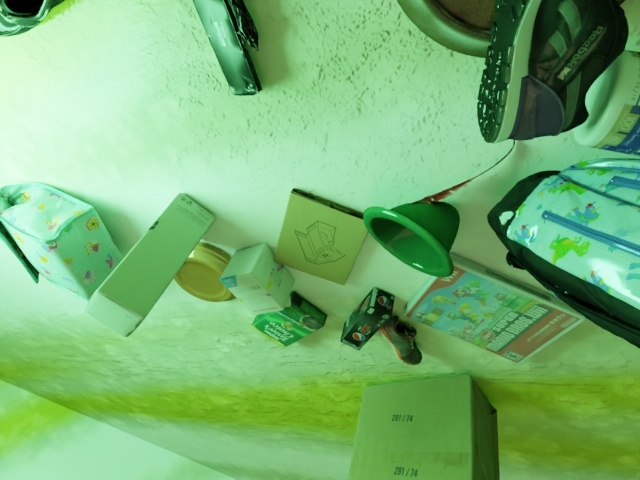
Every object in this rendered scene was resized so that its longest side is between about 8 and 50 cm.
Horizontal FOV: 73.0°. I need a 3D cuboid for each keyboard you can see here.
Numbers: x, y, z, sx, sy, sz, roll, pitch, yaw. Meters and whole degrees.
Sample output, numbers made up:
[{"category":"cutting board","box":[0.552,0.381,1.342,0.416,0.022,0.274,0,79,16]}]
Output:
[{"category":"keyboard","box":[-0.124,-0.303,0.620,0.100,0.038,0.192,18,143,38]}]

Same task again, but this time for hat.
[{"category":"hat","box":[0.205,-0.057,0.738,0.208,0.184,0.173,24,160,47]}]

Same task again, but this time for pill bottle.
[{"category":"pill bottle","box":[0.415,-0.149,0.502,0.186,0.112,0.112,13,136,9]}]

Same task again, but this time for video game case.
[{"category":"video game case","box":[0.341,0.147,0.879,0.285,0.025,0.204,23,136,-2]}]

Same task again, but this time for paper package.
[{"category":"paper package","box":[0.252,0.516,1.065,0.324,0.310,0.168,-20,123,33]}]

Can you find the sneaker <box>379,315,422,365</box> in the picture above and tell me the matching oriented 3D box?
[{"category":"sneaker","box":[0.197,0.230,0.990,0.064,0.061,0.158,-29,119,31]}]

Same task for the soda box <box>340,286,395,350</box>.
[{"category":"soda box","box":[0.103,0.178,0.972,0.053,0.060,0.169,25,135,-6]}]

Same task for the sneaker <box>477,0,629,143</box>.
[{"category":"sneaker","box":[0.250,-0.236,0.439,0.124,0.107,0.283,-2,137,3]}]

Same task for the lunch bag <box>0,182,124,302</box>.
[{"category":"lunch bag","box":[-0.621,-0.001,1.003,0.262,0.160,0.224,19,141,19]}]

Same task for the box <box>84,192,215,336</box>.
[{"category":"box","box":[-0.321,0.039,0.840,0.094,0.275,0.113,38,134,-15]}]

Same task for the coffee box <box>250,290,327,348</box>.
[{"category":"coffee box","box":[-0.081,0.202,1.077,0.113,0.041,0.184,39,133,-18]}]

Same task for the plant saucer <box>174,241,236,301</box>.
[{"category":"plant saucer","box":[-0.280,0.085,1.041,0.199,0.037,0.200,11,136,11]}]

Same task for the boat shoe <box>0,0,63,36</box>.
[{"category":"boat shoe","box":[-0.452,-0.364,0.643,0.232,0.079,0.084,-7,131,28]}]

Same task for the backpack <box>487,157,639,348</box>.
[{"category":"backpack","box":[0.423,0.034,0.510,0.290,0.356,0.273,32,112,-14]}]

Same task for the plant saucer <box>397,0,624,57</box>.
[{"category":"plant saucer","box":[0.209,-0.337,0.444,0.310,0.050,0.311,11,135,11]}]

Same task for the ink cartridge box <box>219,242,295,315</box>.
[{"category":"ink cartridge box","box":[-0.131,0.093,0.955,0.092,0.090,0.143,-14,127,31]}]

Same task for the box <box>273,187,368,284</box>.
[{"category":"box","box":[0.000,0.000,0.866,0.164,0.021,0.201,20,135,1]}]
